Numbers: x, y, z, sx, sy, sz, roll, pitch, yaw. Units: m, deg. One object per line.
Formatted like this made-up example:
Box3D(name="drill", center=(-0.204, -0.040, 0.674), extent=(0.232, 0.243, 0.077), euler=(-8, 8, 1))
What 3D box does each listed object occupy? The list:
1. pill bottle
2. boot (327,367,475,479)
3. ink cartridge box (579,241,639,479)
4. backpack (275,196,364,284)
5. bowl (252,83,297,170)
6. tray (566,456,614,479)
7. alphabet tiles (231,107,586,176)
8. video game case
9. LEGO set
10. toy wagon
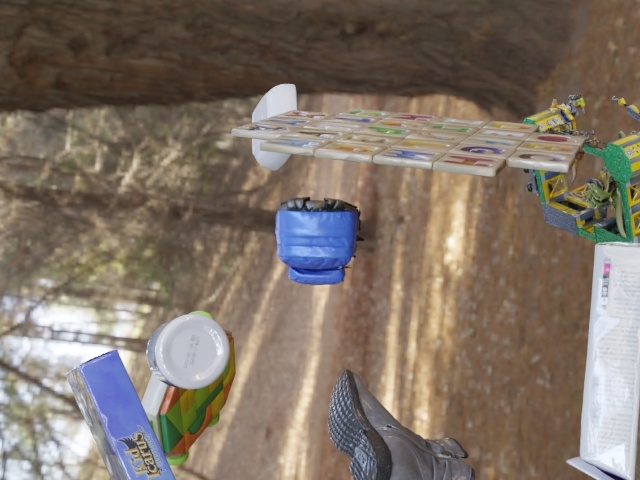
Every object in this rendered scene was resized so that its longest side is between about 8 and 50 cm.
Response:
Box3D(name="pill bottle", center=(-0.166, 0.136, 1.165), extent=(0.160, 0.087, 0.087), euler=(156, 121, -72))
Box3D(name="boot", center=(0.150, 0.381, 1.830), extent=(0.338, 0.223, 0.118), euler=(-112, 39, -58))
Box3D(name="ink cartridge box", center=(0.361, 0.200, 1.156), extent=(0.324, 0.071, 0.330), euler=(39, -122, -65))
Box3D(name="backpack", center=(0.000, 0.000, 1.065), extent=(0.120, 0.098, 0.101), euler=(-2, -92, -89))
Box3D(name="bowl", center=(-0.091, -0.214, 1.793), extent=(0.142, 0.053, 0.142), euler=(138, 134, -62))
Box3D(name="tray", center=(0.444, 0.353, 1.413), extent=(0.030, 0.145, 0.270), euler=(-61, -22, -2))
Box3D(name="alphabet tiles", center=(0.096, -0.109, 1.003), extent=(0.285, 0.343, 0.011), euler=(-34, -51, -65))
Box3D(name="video game case", center=(-0.272, 0.292, 1.347), extent=(0.269, 0.061, 0.244), euler=(65, 159, 2))
Box3D(name="LEGO set", center=(0.482, -0.110, 1.490), extent=(0.331, 0.192, 0.255), euler=(26, 137, 69))
Box3D(name="toy wagon", center=(-0.272, 0.310, 1.822), extent=(0.344, 0.068, 0.267), euler=(-49, -32, -48))
